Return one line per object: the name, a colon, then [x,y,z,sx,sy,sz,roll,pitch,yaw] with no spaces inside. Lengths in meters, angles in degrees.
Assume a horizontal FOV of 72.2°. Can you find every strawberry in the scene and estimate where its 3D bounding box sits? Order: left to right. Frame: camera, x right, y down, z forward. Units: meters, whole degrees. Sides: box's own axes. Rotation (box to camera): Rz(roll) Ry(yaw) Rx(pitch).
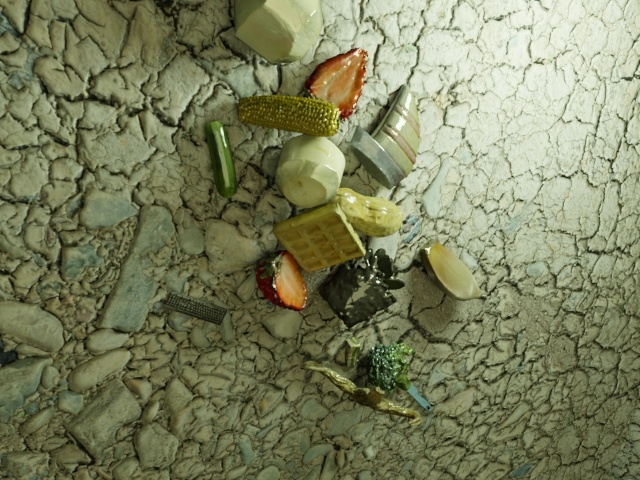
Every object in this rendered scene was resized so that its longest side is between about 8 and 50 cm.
strawberry: [-0.137,0.146,1.448,0.111,0.190,0.236,-7,133,25]
strawberry: [0.041,-0.470,1.304,0.175,0.098,0.228,20,91,-10]

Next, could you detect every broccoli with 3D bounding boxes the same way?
broccoli: [0.295,0.487,1.720,0.275,0.177,0.198,22,90,-46]

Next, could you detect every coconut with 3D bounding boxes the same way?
coconut: [-0.116,-0.590,1.130,0.241,0.241,0.241,-7,111,-18]
coconut: [-0.029,-0.215,1.311,0.202,0.221,0.202,5,139,5]

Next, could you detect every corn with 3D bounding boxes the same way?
corn: [-0.079,-0.356,1.239,0.311,0.101,0.101,12,107,10]

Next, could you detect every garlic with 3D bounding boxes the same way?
garlic: [0.487,0.128,1.672,0.318,0.112,0.143,46,66,-21]

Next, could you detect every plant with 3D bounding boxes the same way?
plant: [0.144,0.157,1.516,0.276,0.188,0.199,-38,114,-2]

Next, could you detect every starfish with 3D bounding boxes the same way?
starfish: [0.167,0.570,1.626,0.432,0.324,0.082,39,70,-31]

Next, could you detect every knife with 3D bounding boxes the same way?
knife: [0.400,0.650,1.882,0.044,0.019,0.313,-46,117,-8]

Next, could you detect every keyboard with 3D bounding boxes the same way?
keyboard: [-0.406,0.223,1.434,0.198,0.010,0.063,25,97,-26]

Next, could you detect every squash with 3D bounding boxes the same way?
squash: [-0.288,-0.234,1.282,0.066,0.066,0.228,-14,112,-15]

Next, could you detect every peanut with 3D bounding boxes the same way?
peanut: [0.140,-0.094,1.444,0.306,0.147,0.146,16,103,-24]

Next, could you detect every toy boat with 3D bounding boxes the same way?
toy boat: [0.242,-0.311,1.431,0.293,0.111,0.276,-40,125,-14]

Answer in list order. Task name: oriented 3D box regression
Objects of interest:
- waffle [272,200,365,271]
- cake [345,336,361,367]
waffle: [0.000,0.000,1.395,0.221,0.055,0.248,-19,137,17]
cake: [0.120,0.433,1.695,0.051,0.055,0.139,-8,129,-19]
